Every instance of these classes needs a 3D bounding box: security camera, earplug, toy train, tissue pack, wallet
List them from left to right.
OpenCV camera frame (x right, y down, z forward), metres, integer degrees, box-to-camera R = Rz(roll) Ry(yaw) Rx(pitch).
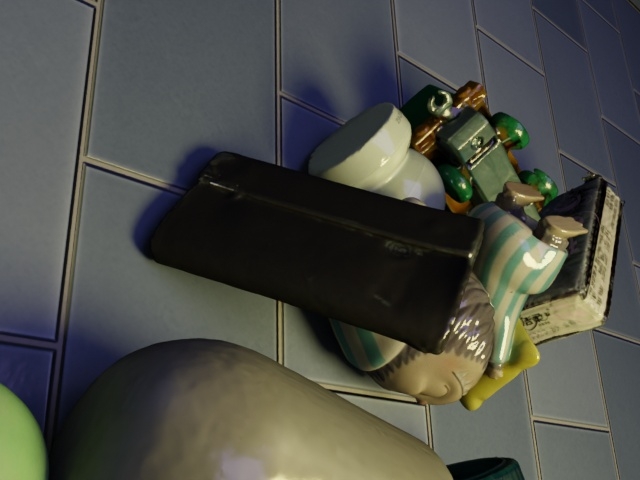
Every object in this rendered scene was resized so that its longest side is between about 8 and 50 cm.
[{"bbox_3d":[-0.088,0.284,0.750,0.394,0.312,0.313,34,51,-27],"label":"earplug"},{"bbox_3d":[0.000,-0.001,0.954,0.406,0.062,0.228,17,50,14],"label":"wallet"},{"bbox_3d":[0.113,-0.091,1.210,0.236,0.194,0.195,49,45,-23],"label":"security camera"},{"bbox_3d":[0.287,-0.140,1.382,0.178,0.249,0.429,-43,128,-2],"label":"toy train"},{"bbox_3d":[0.471,0.050,1.452,0.122,0.259,0.361,42,46,-15],"label":"tissue pack"}]

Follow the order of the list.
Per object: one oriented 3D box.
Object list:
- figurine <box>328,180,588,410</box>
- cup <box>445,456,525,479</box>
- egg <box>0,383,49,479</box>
[{"bbox_3d":[0.146,0.075,1.045,0.377,0.361,0.266,8,29,-38],"label":"figurine"},{"bbox_3d":[0.190,0.490,1.022,0.242,0.307,0.292,31,43,-74],"label":"cup"},{"bbox_3d":[-0.361,0.199,0.575,0.269,0.220,0.221,12,64,-45],"label":"egg"}]
